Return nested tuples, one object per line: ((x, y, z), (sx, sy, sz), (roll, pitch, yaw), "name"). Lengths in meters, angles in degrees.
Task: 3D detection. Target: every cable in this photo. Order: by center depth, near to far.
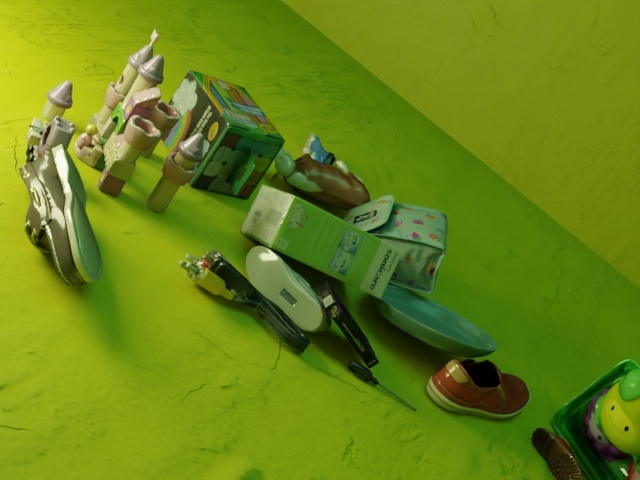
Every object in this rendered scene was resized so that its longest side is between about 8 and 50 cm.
((-0.146, 0.115, 1.741), (0.287, 0.072, 0.139), (44, 4, -13), "cable")

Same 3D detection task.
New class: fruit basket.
((0.682, 0.429, 1.974), (0.392, 0.283, 0.392), (45, 13, -13), "fruit basket")

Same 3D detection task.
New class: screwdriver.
((0.122, 0.291, 1.801), (0.170, 0.025, 0.024), (41, 21, -12), "screwdriver")

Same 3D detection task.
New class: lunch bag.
((0.172, -0.002, 2.251), (0.262, 0.160, 0.223), (15, 26, 3), "lunch bag")

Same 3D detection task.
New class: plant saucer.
((0.245, 0.183, 2.050), (0.317, 0.044, 0.317), (24, 9, -4), "plant saucer")

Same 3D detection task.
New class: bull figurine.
((-0.009, -0.167, 2.379), (0.310, 0.101, 0.188), (27, 23, -20), "bull figurine")

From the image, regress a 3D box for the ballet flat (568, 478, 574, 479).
((0.413, 0.504, 1.699), (0.348, 0.123, 0.123), (9, 35, -46), "ballet flat")

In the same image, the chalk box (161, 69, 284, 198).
((-0.218, -0.221, 2.089), (0.179, 0.180, 0.289), (10, 35, -46), "chalk box")

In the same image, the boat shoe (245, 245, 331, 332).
((-0.063, 0.103, 1.834), (0.227, 0.079, 0.081), (46, 5, 25), "boat shoe")

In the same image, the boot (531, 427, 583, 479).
((0.530, 0.473, 1.974), (0.084, 0.059, 0.158), (25, 24, -37), "boot")

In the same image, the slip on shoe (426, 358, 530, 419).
((0.364, 0.314, 1.986), (0.331, 0.101, 0.123), (14, 29, -45), "slip on shoe")

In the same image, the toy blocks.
((-0.388, -0.262, 1.819), (0.309, 0.260, 0.289), (21, 27, -32), "toy blocks")

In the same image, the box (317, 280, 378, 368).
((0.054, 0.167, 1.813), (0.162, 0.029, 0.116), (54, 4, -18), "box")

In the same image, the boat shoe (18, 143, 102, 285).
((-0.439, -0.035, 1.521), (0.117, 0.096, 0.324), (72, -6, -48), "boat shoe")

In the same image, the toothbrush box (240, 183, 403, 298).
((0.000, 0.000, 1.956), (0.283, 0.122, 0.206), (24, 0, -25), "toothbrush box")

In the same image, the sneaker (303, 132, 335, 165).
((-0.001, -0.244, 2.590), (0.084, 0.058, 0.152), (23, 30, -15), "sneaker")
